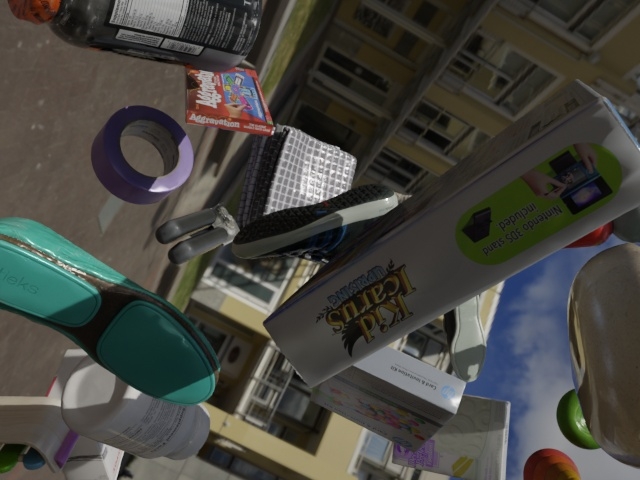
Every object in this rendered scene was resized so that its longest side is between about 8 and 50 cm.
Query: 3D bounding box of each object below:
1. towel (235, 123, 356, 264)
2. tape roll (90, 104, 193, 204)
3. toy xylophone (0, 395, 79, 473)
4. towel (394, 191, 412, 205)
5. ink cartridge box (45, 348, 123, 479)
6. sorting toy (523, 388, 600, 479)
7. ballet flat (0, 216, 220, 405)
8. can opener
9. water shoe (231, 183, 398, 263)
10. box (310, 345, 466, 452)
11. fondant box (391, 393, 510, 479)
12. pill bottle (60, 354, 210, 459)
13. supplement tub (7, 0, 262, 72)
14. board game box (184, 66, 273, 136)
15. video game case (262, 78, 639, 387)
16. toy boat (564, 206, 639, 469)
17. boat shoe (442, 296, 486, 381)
[{"bbox_3d":[-0.047,-0.103,1.257,0.121,0.235,0.284,10,-94,55],"label":"towel"},{"bbox_3d":[-0.364,-0.174,1.151,0.080,0.189,0.189,-24,-146,48],"label":"tape roll"},{"bbox_3d":[-0.611,0.362,0.987,0.236,0.322,0.081,-69,161,-65],"label":"toy xylophone"},{"bbox_3d":[0.252,0.004,1.634,0.049,0.187,0.282,-6,103,-63],"label":"towel"},{"bbox_3d":[-0.567,0.437,1.377,0.207,0.117,0.283,-95,-175,-56],"label":"ink cartridge box"},{"bbox_3d":[0.552,0.381,1.134,0.365,0.127,0.126,-53,170,-13],"label":"sorting toy"},{"bbox_3d":[-0.189,0.057,0.496,0.083,0.247,0.087,-48,-153,6],"label":"ballet flat"},{"bbox_3d":[-0.218,-0.007,0.989,0.095,0.076,0.283,-30,-177,15],"label":"can opener"},{"bbox_3d":[0.000,0.000,0.655,0.073,0.203,0.080,-114,-173,-63],"label":"water shoe"},{"bbox_3d":[0.063,0.168,0.620,0.038,0.145,0.186,-61,169,-28],"label":"box"},{"bbox_3d":[0.397,0.588,1.711,0.096,0.330,0.238,26,69,-61],"label":"fondant box"},{"bbox_3d":[-0.270,0.261,0.864,0.131,0.131,0.229,-64,147,-23],"label":"pill bottle"},{"bbox_3d":[-0.274,-0.383,0.854,0.338,0.207,0.207,-3,135,-44],"label":"supplement tub"},{"bbox_3d":[-0.178,-0.272,1.038,0.281,0.145,0.027,-110,-150,-53],"label":"board game box"},{"bbox_3d":[0.111,-0.021,0.438,0.244,0.061,0.269,-35,-178,28],"label":"video game case"},{"bbox_3d":[0.342,0.066,0.612,0.318,0.148,0.267,-85,159,-44],"label":"toy boat"},{"bbox_3d":[0.424,0.266,1.675,0.091,0.114,0.303,147,-52,-75],"label":"boat shoe"}]
